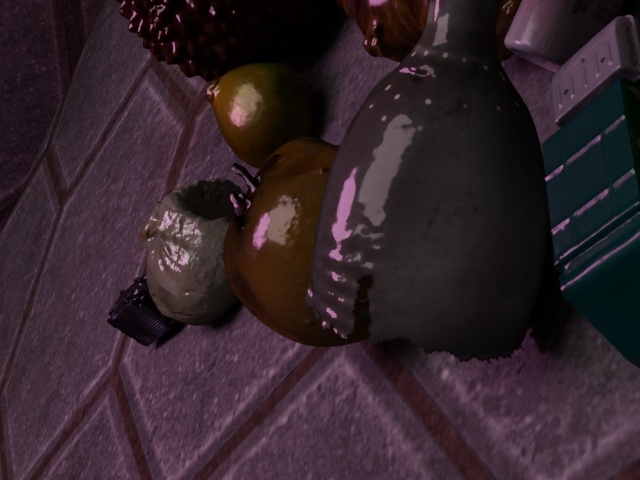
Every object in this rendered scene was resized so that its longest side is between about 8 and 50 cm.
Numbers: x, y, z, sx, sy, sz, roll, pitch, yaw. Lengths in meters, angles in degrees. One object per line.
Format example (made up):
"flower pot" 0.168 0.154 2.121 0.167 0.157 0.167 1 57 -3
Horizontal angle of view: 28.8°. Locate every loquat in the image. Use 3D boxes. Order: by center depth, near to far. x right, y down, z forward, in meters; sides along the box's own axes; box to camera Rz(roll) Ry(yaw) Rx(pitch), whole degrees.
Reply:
"loquat" 0.000 0.004 1.184 0.213 0.213 0.213 -47 31 40

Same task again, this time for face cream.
"face cream" 0.244 -0.272 1.044 0.269 0.082 0.082 -66 23 4

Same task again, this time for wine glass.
"wine glass" 0.096 -0.079 0.974 0.190 0.190 0.357 -140 56 -66

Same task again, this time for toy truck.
"toy truck" 0.223 -0.038 0.841 0.114 0.124 0.253 -42 36 42

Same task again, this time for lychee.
"lychee" -0.125 -0.365 1.668 0.306 0.330 0.306 -9 76 37

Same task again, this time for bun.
"bun" -0.168 0.007 1.649 0.212 0.126 0.204 -2 70 64

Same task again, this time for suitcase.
"suitcase" -0.248 0.099 1.795 0.126 0.086 0.059 -35 25 52

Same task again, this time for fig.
"fig" -0.071 -0.161 1.598 0.153 0.120 0.136 22 96 42

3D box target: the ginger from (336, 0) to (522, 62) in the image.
"ginger" 0.120 -0.308 1.229 0.357 0.152 0.274 15 93 66
